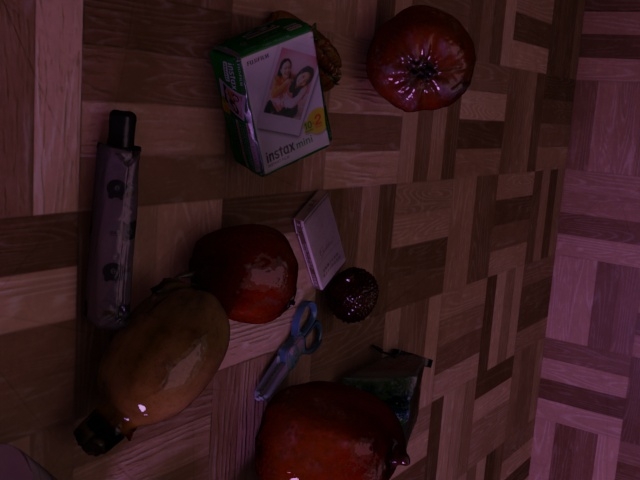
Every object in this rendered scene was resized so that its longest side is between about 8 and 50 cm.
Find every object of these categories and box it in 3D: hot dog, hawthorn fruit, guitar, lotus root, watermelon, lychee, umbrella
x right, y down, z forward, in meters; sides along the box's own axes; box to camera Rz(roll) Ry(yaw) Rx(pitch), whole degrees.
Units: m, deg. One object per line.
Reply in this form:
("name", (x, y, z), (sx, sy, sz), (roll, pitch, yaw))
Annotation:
("hot dog", (-0.021, -0.367, 1.636), (0.250, 0.076, 0.104), (28, 74, -54))
("hawthorn fruit", (-0.152, 0.056, 1.482), (0.251, 0.189, 0.190), (9, 91, -38))
("guitar", (0.206, 0.297, 2.177), (0.233, 0.088, 0.025), (25, 78, -46))
("lotus root", (-0.269, 0.207, 1.324), (0.310, 0.182, 0.183), (-55, 140, -28))
("hawthorn fruit", (0.224, -0.413, 1.879), (0.272, 0.241, 0.242), (-86, 170, -66))
("hawthorn fruit", (0.014, 0.422, 1.726), (0.311, 0.295, 0.295), (-12, 117, -8))
("watermelon", (0.175, 0.406, 2.059), (0.302, 0.151, 0.264), (-28, 129, -48))
("lychee", (0.071, 0.126, 1.879), (0.123, 0.123, 0.129), (-52, 167, -36))
("umbrella", (-0.316, -0.030, 1.280), (0.067, 0.073, 0.338), (-2, 100, -50))

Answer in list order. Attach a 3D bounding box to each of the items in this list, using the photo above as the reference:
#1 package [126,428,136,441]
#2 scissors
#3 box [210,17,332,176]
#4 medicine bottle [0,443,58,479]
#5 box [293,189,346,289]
("package", (-0.292, 0.243, 1.439), (0.200, 0.022, 0.083), (-57, 141, -33))
("scissors", (-0.067, 0.244, 1.774), (0.256, 0.030, 0.125), (-53, 139, -40))
("box", (-0.084, -0.256, 1.500), (0.180, 0.103, 0.250), (-29, 125, -26))
("medicine bottle", (-0.400, 0.449, 1.179), (0.190, 0.189, 0.332), (-58, 141, -30))
("box", (0.000, 0.000, 1.811), (0.109, 0.029, 0.198), (-50, 138, -37))
